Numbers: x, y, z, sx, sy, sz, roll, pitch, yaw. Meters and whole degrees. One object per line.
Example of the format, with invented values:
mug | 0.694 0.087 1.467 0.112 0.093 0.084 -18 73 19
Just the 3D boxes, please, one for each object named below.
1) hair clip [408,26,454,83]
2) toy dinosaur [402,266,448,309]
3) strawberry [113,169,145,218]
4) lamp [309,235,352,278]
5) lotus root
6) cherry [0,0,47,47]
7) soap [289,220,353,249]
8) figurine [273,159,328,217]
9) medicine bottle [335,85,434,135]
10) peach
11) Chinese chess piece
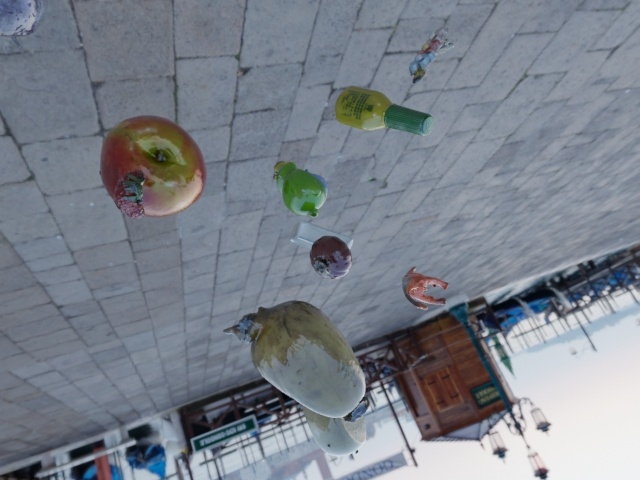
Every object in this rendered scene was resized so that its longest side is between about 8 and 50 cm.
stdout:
hair clip | 0.226 -0.387 0.940 0.062 0.056 0.214 -22 -159 48
toy dinosaur | 0.192 0.092 0.880 0.101 0.055 0.279 15 -176 -1
strawberry | -0.551 -0.135 1.329 0.085 0.192 0.140 -4 127 -25
lamp | 0.022 0.038 1.011 0.090 0.101 0.101 -31 169 -43
lotus root | -0.023 0.185 0.740 0.140 0.257 0.154 -49 -169 -13
cherry | -0.640 -0.499 0.910 0.195 0.195 0.195 -20 158 -8
soap | 0.000 0.000 1.479 0.183 0.063 0.121 20 169 -13
figurine | -0.079 -0.182 1.574 0.143 0.263 0.162 -11 127 -35
medicine bottle | 0.140 -0.289 1.048 0.064 0.260 0.095 16 100 -48
peach | -0.612 -0.259 1.674 0.388 0.388 0.388 -20 158 -8
Chinese chess piece | 0.042 0.523 1.423 0.102 0.273 0.273 -28 158 12
